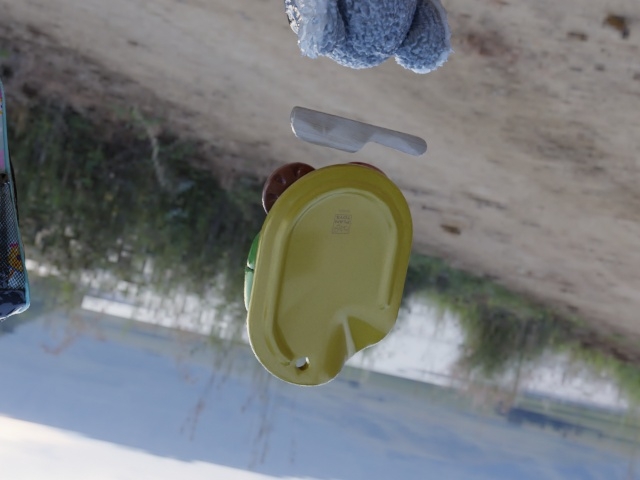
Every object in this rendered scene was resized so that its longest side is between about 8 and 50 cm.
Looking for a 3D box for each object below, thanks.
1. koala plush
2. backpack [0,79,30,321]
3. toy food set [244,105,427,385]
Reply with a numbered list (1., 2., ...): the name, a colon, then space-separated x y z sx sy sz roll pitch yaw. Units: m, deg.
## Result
1. koala plush: 0.018 -0.241 0.976 0.196 0.221 0.203 6 154 -46
2. backpack: -0.277 -0.041 0.771 0.144 0.188 0.166 2 180 -41
3. toy food set: 0.000 0.000 0.911 0.128 0.217 0.071 3 -161 -27
